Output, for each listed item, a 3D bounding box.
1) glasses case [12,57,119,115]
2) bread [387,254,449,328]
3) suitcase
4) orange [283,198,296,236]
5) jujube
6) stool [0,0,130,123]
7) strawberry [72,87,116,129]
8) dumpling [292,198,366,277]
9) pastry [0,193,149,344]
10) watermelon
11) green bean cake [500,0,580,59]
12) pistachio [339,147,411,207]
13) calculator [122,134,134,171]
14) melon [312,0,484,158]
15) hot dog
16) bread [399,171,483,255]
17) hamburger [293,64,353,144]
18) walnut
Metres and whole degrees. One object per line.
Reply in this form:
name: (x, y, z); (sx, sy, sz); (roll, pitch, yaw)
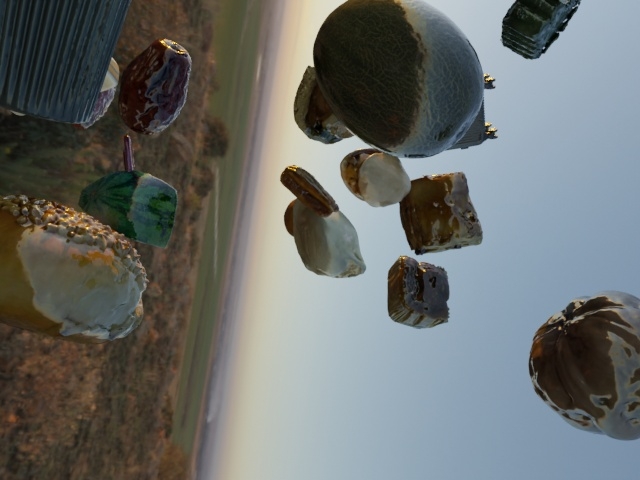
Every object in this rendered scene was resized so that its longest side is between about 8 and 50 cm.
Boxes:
glasses case: (-0.702, -0.430, 1.354); (0.131, 0.313, 0.070); (61, 16, -61)
bread: (0.317, 0.166, 1.654); (0.110, 0.192, 0.210); (128, -24, -55)
suitcase: (0.337, -0.358, 1.469); (0.128, 0.312, 0.202); (-82, 163, -63)
orange: (-0.060, -0.084, 1.832); (0.136, 0.159, 0.159); (45, -37, 24)
jujube: (-0.489, -0.449, 1.528); (0.290, 0.197, 0.197); (-53, -160, 26)
stool: (-0.574, -0.442, 1.074); (0.297, 0.297, 0.330); (-103, -147, -71)
strawberry: (-0.884, -0.576, 1.907); (0.292, 0.310, 0.292); (-48, 172, -9)
dumpling: (0.000, 0.000, 1.291); (0.179, 0.252, 0.131); (-26, -167, 48)
pastry: (-0.539, 0.057, 1.015); (0.409, 0.409, 0.245); (119, -12, -71)
watermelon: (-0.451, -0.095, 1.233); (0.146, 0.231, 0.128); (-61, -159, 10)
green bean cake: (0.498, -0.517, 1.138); (0.193, 0.107, 0.208); (-51, 165, 15)
pistachio: (0.149, -0.171, 1.387); (0.157, 0.229, 0.157); (-10, -106, 39)
calculator: (-0.614, -0.253, 1.654); (0.190, 0.034, 0.126); (160, -75, -68)
melon: (0.121, -0.276, 0.857); (0.237, 0.302, 0.237); (-42, 165, -15)
hot dog: (-0.021, -0.104, 1.086); (0.062, 0.144, 0.038); (-50, -179, 35)
bread: (0.427, -0.120, 1.885); (0.167, 0.277, 0.324); (63, 18, -58)
hamburger: (0.027, -0.289, 1.152); (0.155, 0.135, 0.208); (-61, 164, 9)
walnut: (0.484, 0.212, 0.862); (0.248, 0.248, 0.248); (-171, -90, -83)
